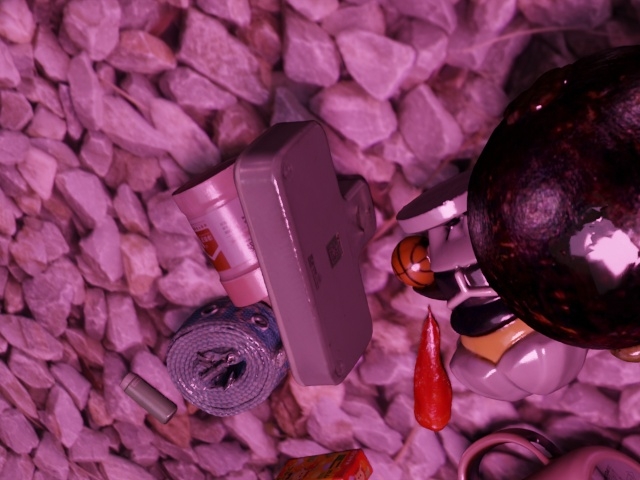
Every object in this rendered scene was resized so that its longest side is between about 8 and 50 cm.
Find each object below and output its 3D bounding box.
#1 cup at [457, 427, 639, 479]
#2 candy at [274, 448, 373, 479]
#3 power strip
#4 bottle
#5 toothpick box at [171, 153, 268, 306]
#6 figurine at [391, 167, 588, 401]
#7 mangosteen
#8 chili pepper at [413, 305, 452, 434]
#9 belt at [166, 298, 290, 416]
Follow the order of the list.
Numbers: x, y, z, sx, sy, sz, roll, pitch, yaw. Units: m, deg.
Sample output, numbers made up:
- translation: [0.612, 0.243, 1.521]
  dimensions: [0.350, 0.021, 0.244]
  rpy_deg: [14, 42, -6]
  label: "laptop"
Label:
- translation: [0.257, 0.314, 1.249]
  dimensions: [0.200, 0.191, 0.253]
  rpy_deg: [-50, 61, 35]
  label: "cup"
- translation: [0.000, 0.304, 1.452]
  dimensions: [0.122, 0.062, 0.038]
  rpy_deg: [-16, 109, 35]
  label: "candy"
- translation: [-0.001, 0.000, 1.197]
  dimensions: [0.059, 0.193, 0.265]
  rpy_deg: [-3, 114, 27]
  label: "power strip"
- translation: [-0.234, 0.214, 1.554]
  dimensions: [0.083, 0.030, 0.030]
  rpy_deg: [37, 128, 7]
  label: "bottle"
- translation: [-0.092, -0.012, 1.302]
  dimensions: [0.098, 0.098, 0.149]
  rpy_deg: [-21, 104, 36]
  label: "toothpick box"
- translation: [0.172, 0.054, 1.171]
  dimensions: [0.176, 0.133, 0.236]
  rpy_deg: [-22, 102, 46]
  label: "figurine"
- translation: [0.269, -0.023, 0.985]
  dimensions: [0.288, 0.288, 0.288]
  rpy_deg: [14, 122, 23]
  label: "mangosteen"
- translation: [0.128, 0.157, 1.318]
  dimensions: [0.045, 0.027, 0.178]
  rpy_deg: [12, 120, 25]
  label: "chili pepper"
- translation: [-0.114, 0.145, 1.416]
  dimensions: [0.148, 0.082, 0.163]
  rpy_deg: [30, 128, 7]
  label: "belt"
